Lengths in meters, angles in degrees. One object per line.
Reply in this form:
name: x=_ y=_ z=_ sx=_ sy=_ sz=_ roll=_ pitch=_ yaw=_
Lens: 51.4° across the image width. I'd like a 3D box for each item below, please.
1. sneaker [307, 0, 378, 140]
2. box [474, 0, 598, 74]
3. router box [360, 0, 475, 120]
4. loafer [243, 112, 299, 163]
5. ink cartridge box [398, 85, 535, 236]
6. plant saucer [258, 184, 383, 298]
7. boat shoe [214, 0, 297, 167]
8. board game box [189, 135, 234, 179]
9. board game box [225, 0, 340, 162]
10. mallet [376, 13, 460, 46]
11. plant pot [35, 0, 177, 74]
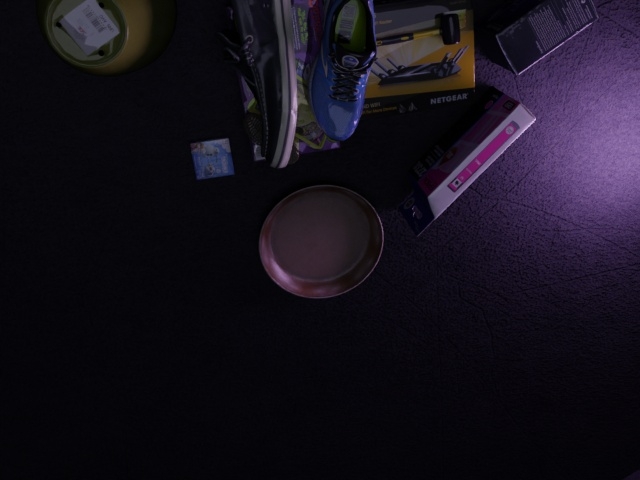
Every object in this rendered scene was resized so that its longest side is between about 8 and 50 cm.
sneaker: x=0.043 y=-0.358 z=1.351 sx=0.130 sy=0.147 sz=0.329 roll=2 pitch=117 yaw=-4
box: x=0.462 y=-0.475 z=1.450 sx=0.207 sy=0.153 sz=0.108 roll=-35 pitch=115 yaw=7
router box: x=0.182 y=-0.408 z=1.476 sx=0.309 sy=0.081 sz=0.242 roll=-10 pitch=116 yaw=-5
loafer: x=-0.110 y=-0.226 z=1.486 sx=0.148 sy=0.050 sz=0.056 roll=44 pitch=99 yaw=-9
ink cartridge box: x=0.315 y=-0.187 z=1.551 sx=0.069 sy=0.175 sz=0.371 roll=36 pitch=105 yaw=-22
plant saucer: x=0.000 y=0.000 z=1.660 sx=0.311 sy=0.050 sz=0.310 roll=-4 pitch=116 yaw=-8
boat shoe: x=-0.130 y=-0.390 z=1.332 sx=0.156 sy=0.187 sz=0.499 roll=-7 pitch=110 yaw=-5
board game box: x=-0.250 y=-0.191 z=1.542 sx=0.090 sy=0.020 sz=0.090 roll=-10 pitch=117 yaw=-6
board game box: x=-0.078 y=-0.357 z=1.478 sx=0.208 sy=0.056 sz=0.346 roll=-8 pitch=117 yaw=-1
mallet: x=0.201 y=-0.441 z=1.401 sx=0.190 sy=0.039 sz=0.062 roll=-4 pitch=114 yaw=-3
plant pot: x=-0.416 y=-0.424 z=1.250 sx=0.275 sy=0.293 sz=0.274 roll=-4 pitch=115 yaw=-8
